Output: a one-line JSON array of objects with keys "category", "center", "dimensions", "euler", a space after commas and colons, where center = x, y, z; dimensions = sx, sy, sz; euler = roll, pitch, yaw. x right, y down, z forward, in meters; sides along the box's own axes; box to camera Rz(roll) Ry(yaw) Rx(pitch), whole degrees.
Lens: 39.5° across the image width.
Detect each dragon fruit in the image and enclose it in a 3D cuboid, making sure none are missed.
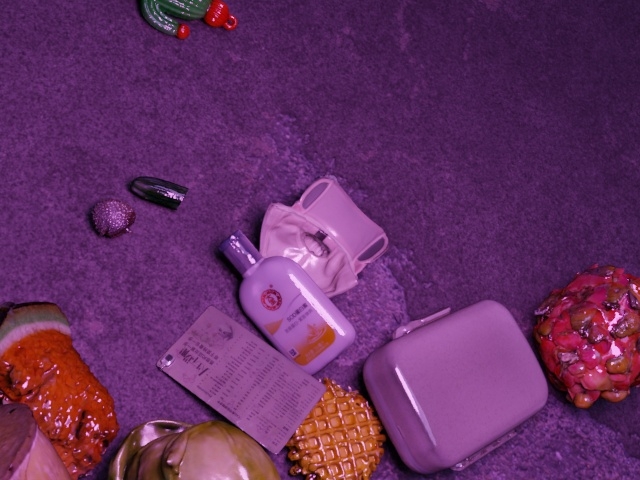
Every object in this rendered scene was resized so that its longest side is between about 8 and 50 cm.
[{"category": "dragon fruit", "center": [0.567, 0.209, 1.806], "dimensions": [0.269, 0.250, 0.291], "euler": [49, 49, -21]}]

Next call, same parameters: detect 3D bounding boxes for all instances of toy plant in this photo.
[{"category": "toy plant", "center": [-0.293, -0.489, 1.789], "dimensions": [0.154, 0.088, 0.240], "euler": [-42, 101, -21]}]

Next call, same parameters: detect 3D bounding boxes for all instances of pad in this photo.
[{"category": "pad", "center": [-0.136, 0.236, 1.554], "dimensions": [0.265, 0.009, 0.159], "euler": [35, 56, 10]}]

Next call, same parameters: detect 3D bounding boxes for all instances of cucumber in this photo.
[{"category": "cucumber", "center": [-0.299, -0.090, 1.637], "dimensions": [0.105, 0.048, 0.048], "euler": [18, 62, -13]}]

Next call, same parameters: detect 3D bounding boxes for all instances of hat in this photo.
[{"category": "hat", "center": [0.000, 0.000, 1.713], "dimensions": [0.219, 0.164, 0.226], "euler": [46, 30, 3]}]

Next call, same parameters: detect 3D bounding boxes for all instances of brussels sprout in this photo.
[{"category": "brussels sprout", "center": [-0.188, 0.396, 1.355], "dimensions": [0.294, 0.259, 0.227], "euler": [50, 51, 2]}]

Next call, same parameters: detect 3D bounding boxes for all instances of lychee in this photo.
[{"category": "lychee", "center": [-0.364, -0.039, 1.575], "dimensions": [0.083, 0.068, 0.067], "euler": [32, 17, -6]}]

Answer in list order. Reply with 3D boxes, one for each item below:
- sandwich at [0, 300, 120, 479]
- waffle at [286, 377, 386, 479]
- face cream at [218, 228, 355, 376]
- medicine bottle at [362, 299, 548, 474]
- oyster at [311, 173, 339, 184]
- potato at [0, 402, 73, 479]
[{"category": "sandwich", "center": [-0.442, 0.243, 1.371], "dimensions": [0.162, 0.250, 0.301], "euler": [-31, 94, 11]}, {"category": "waffle", "center": [0.025, 0.348, 1.590], "dimensions": [0.193, 0.070, 0.197], "euler": [27, 57, -13]}, {"category": "face cream", "center": [-0.071, 0.105, 1.613], "dimensions": [0.291, 0.144, 0.071], "euler": [51, 19, 1]}, {"category": "medicine bottle", "center": [0.262, 0.266, 1.677], "dimensions": [0.375, 0.123, 0.282], "euler": [-18, 76, -40]}, {"category": "oyster", "center": [0.006, -0.084, 1.792], "dimensions": [0.100, 0.037, 0.098], "euler": [-11, 92, -50]}, {"category": "potato", "center": [-0.507, 0.446, 1.134], "dimensions": [0.442, 0.385, 0.319], "euler": [-15, 108, 10]}]
